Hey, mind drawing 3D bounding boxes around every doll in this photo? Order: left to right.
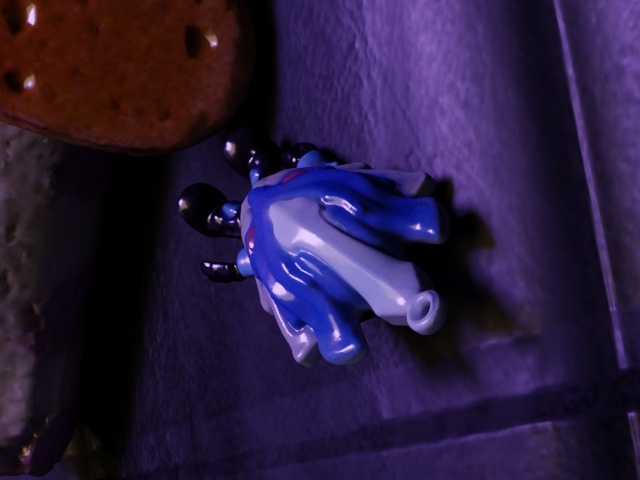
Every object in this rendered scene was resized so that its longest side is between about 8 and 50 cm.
[{"bbox_3d":[0.000,0.000,0.521,0.096,0.070,0.195,-55,35,-1],"label":"doll"}]

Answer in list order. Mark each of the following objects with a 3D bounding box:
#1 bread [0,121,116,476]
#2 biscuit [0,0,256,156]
[{"bbox_3d":[-0.230,-0.021,0.753,0.155,0.187,0.338,-97,19,-66],"label":"bread"},{"bbox_3d":[-0.131,-0.197,0.615,0.052,0.262,0.277,-174,105,-87],"label":"biscuit"}]
